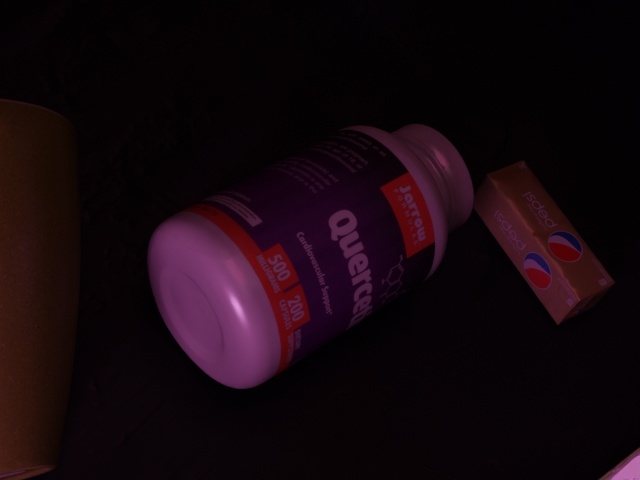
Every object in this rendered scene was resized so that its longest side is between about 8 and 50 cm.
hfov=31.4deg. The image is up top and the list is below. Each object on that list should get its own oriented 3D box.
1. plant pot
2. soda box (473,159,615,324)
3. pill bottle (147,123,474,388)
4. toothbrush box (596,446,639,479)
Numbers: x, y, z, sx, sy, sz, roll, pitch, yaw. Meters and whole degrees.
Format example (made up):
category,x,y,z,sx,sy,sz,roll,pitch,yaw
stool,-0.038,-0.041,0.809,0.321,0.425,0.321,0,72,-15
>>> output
category,x,y,z,sx,sy,sz,roll,pitch,yaw
plant pot,-0.322,0.066,0.978,0.274,0.275,0.294,-8,77,-21
soda box,0.249,0.000,1.291,0.058,0.061,0.181,-23,67,-27
pill bottle,0.000,0.000,1.142,0.323,0.181,0.181,-30,71,-30
toothbrush box,0.371,0.265,1.047,0.206,0.122,0.283,53,25,19
